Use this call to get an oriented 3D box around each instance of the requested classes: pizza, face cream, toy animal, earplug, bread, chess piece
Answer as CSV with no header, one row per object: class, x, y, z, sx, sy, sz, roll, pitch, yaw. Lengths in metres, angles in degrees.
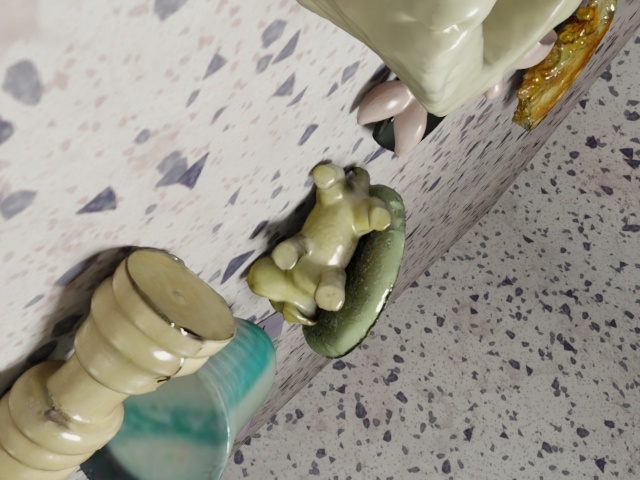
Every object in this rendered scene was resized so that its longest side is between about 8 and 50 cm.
pizza,0.463,-0.345,1.289,0.226,0.086,0.336,-32,160,-34
face cream,-0.144,0.258,1.225,0.154,0.096,0.274,-23,141,-54
toy animal,0.131,-0.192,0.681,0.212,0.124,0.124,-29,-179,40
toy animal,-0.006,0.010,0.828,0.233,0.121,0.169,-58,-178,10
earplug,-0.142,0.180,0.803,0.185,0.185,0.324,-49,173,12
bread,0.038,0.039,0.914,0.267,0.040,0.267,-53,-156,36
chess piece,-0.226,0.151,0.577,0.307,0.124,0.139,-44,-161,6

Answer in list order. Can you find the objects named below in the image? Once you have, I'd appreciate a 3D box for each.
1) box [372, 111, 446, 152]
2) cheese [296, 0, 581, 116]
box,0.152,-0.202,0.826,0.212,0.042,0.201,-50,167,12
cheese,0.106,-0.230,0.352,0.292,0.153,0.332,-29,157,-53
